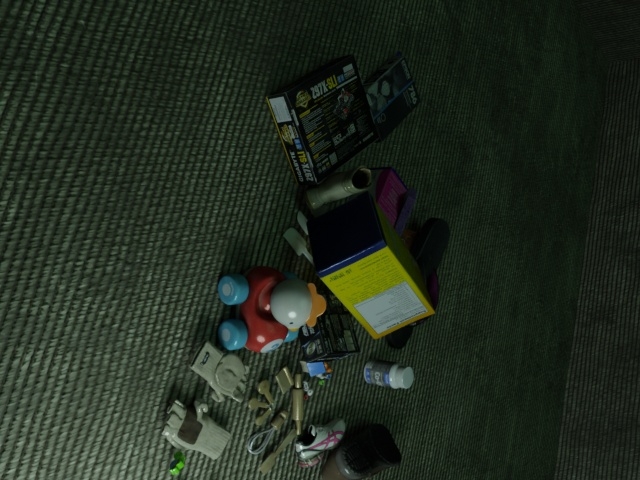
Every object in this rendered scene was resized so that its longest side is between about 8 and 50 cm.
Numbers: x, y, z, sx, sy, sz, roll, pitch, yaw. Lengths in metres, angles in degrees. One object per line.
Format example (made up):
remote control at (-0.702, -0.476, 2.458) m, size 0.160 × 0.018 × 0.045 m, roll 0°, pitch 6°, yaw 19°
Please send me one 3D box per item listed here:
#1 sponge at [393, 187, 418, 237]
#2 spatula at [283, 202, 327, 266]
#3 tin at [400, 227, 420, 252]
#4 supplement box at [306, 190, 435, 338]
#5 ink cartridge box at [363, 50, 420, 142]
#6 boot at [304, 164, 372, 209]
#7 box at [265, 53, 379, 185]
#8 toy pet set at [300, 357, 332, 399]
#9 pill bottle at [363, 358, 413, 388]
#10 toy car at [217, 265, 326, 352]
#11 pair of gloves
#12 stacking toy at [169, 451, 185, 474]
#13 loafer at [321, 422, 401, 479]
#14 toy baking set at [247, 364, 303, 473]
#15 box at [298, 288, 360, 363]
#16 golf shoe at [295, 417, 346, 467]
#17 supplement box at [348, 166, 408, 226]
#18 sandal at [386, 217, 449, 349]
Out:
sponge at (0.239, -0.049, 1.981) m, size 0.117 × 0.031 × 0.210 m, roll -58°, pitch 170°, yaw -71°
spatula at (0.000, 0.000, 1.819) m, size 0.242 × 0.019 × 0.168 m, roll 51°, pitch 53°, yaw -36°
tin at (0.287, 0.021, 2.140) m, size 0.189 × 0.040 × 0.106 m, roll 16°, pitch 75°, yaw -49°
supplement box at (0.138, 0.075, 1.777) m, size 0.356 × 0.194 × 0.195 m, roll 51°, pitch 19°, yaw -42°
ink cartridge box at (0.218, -0.452, 2.035) m, size 0.333 × 0.065 × 0.165 m, roll -50°, pitch 125°, yaw -38°
boot at (0.072, -0.156, 1.775) m, size 0.213 × 0.165 × 0.077 m, roll -35°, pitch 102°, yaw -55°
box at (0.018, -0.331, 1.792) m, size 0.322 × 0.079 × 0.257 m, roll -41°, pitch 119°, yaw -41°
toy pet set at (-0.001, 0.360, 1.786) m, size 0.122 × 0.065 × 0.114 m, roll -35°, pitch 116°, yaw -44°
pill bottle at (0.205, 0.401, 1.971) m, size 0.078 × 0.137 × 0.078 m, roll 0°, pitch 91°, yaw -49°
toy car at (-0.085, 0.168, 1.553) m, size 0.219 × 0.238 × 0.210 m, roll 2°, pitch 89°, yaw -49°
pair of gloves at (-0.259, 0.365, 1.502) m, size 0.204 × 0.042 × 0.240 m, roll 40°, pitch 65°, yaw -46°
stacking toy at (-0.329, 0.592, 1.424) m, size 0.221 × 0.052 × 0.167 m, roll -53°, pitch 130°, yaw -37°
loafer at (0.111, 0.623, 1.902) m, size 0.366 × 0.130 × 0.134 m, roll 15°, pitch 44°, yaw -57°
toy baking set at (-0.114, 0.452, 1.688) m, size 0.196 × 0.030 × 0.256 m, roll -6°, pitch 95°, yaw -46°
box at (0.012, 0.225, 1.744) m, size 0.147 × 0.077 × 0.180 m, roll 5°, pitch 63°, yaw -49°
golf shoe at (0.004, 0.532, 1.793) m, size 0.186 × 0.067 × 0.086 m, roll -31°, pitch 112°, yaw -44°
supplement box at (0.155, -0.095, 1.927) m, size 0.114 × 0.111 × 0.220 m, roll 48°, pitch 57°, yaw -39°
sandal at (0.325, 0.137, 2.096) m, size 0.167 × 0.107 × 0.446 m, roll 31°, pitch 78°, yaw -49°
